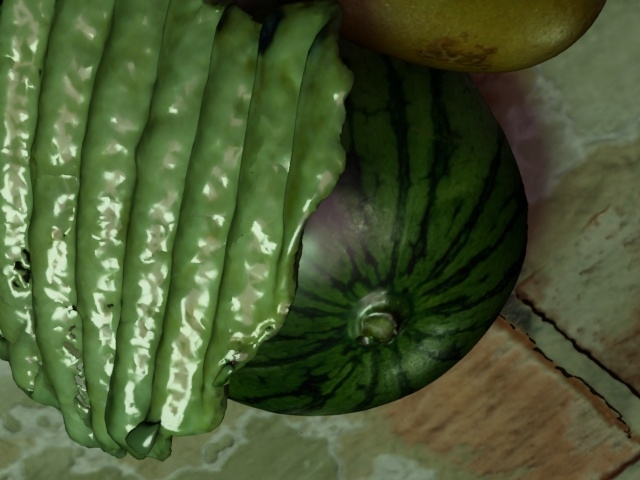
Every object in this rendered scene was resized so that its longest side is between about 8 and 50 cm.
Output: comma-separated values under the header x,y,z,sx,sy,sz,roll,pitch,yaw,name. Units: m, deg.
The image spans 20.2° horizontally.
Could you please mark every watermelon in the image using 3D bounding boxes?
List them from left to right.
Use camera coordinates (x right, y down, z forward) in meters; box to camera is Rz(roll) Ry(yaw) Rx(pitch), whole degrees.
x,y,z,sx,sy,sz,roll,pitch,yaw,name
0.000,0.000,1.303,0.331,0.189,0.330,-3,110,-9,watermelon

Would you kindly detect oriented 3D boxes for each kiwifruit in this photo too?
x,y,z,sx,sy,sz,roll,pitch,yaw,name
0.090,-0.209,1.204,0.234,0.196,0.196,19,111,-11,kiwifruit

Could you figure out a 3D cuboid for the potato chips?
x,y,z,sx,sy,sz,roll,pitch,yaw,name
-0.140,-0.034,1.213,0.097,0.373,0.389,-2,124,-49,potato chips
